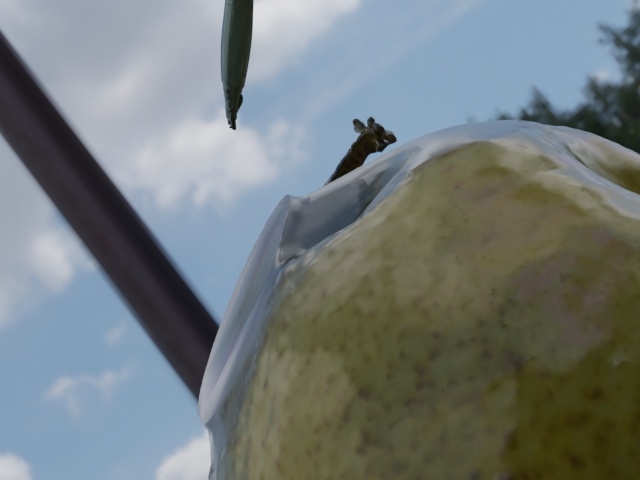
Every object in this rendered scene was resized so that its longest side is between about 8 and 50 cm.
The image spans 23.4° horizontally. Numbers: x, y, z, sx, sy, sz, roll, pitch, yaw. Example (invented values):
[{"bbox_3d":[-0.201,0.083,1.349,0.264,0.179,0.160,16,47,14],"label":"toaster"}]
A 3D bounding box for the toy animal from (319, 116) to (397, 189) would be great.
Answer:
[{"bbox_3d":[-0.007,0.002,1.523,0.149,0.054,0.276,-17,-44,-37],"label":"toy animal"}]

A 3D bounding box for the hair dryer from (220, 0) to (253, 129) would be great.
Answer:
[{"bbox_3d":[-0.076,-0.244,1.771,0.206,0.075,0.237,-17,-62,-66],"label":"hair dryer"}]

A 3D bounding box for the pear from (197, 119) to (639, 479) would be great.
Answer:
[{"bbox_3d":[0.078,0.088,0.598,0.271,0.271,0.271,-36,-17,-13],"label":"pear"}]
